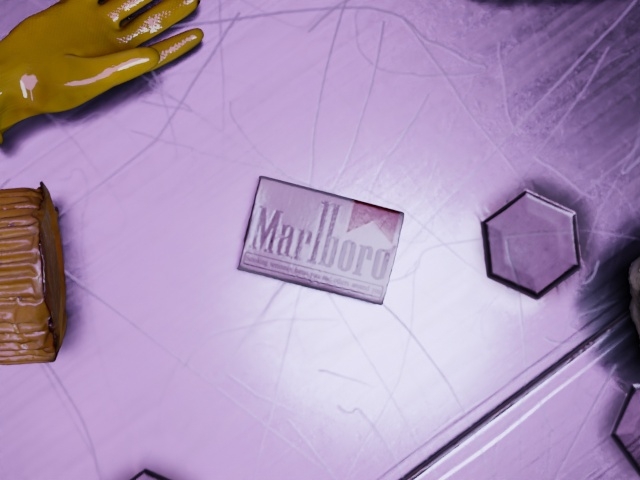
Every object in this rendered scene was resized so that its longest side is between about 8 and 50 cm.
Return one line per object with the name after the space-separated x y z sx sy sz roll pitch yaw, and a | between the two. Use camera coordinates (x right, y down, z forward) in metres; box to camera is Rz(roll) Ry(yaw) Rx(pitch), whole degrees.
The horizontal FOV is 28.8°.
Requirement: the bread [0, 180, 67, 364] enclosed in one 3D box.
-0.335 0.037 1.345 0.104 0.199 0.199 -5 88 -6 | bread

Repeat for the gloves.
-0.272 -0.227 1.417 0.294 0.116 0.133 -30 98 -12 | gloves

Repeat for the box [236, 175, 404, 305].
0.000 0.000 1.458 0.178 0.036 0.115 15 86 -4 | box

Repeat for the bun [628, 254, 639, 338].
0.487 0.060 1.411 0.282 0.281 0.204 -11 64 -6 | bun
